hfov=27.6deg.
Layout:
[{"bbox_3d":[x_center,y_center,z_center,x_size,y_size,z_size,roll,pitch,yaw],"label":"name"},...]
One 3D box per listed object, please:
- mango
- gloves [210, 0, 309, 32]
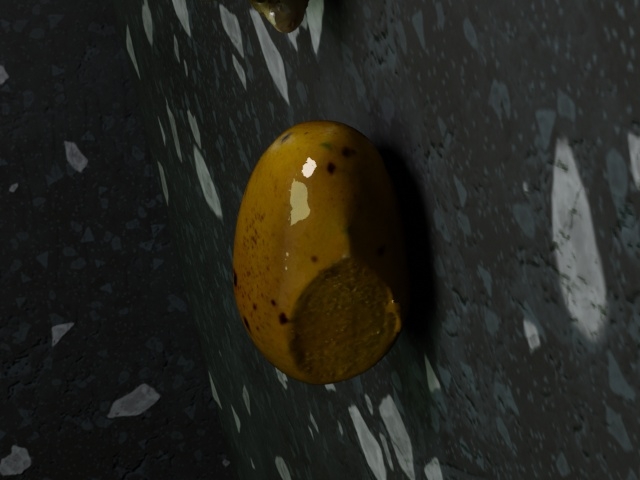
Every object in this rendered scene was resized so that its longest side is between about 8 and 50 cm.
[{"bbox_3d":[0.000,0.000,1.205,0.290,0.160,0.191,95,164,-49],"label":"mango"},{"bbox_3d":[-0.097,-0.308,1.219,0.356,0.155,0.203,-136,28,-58],"label":"gloves"}]
